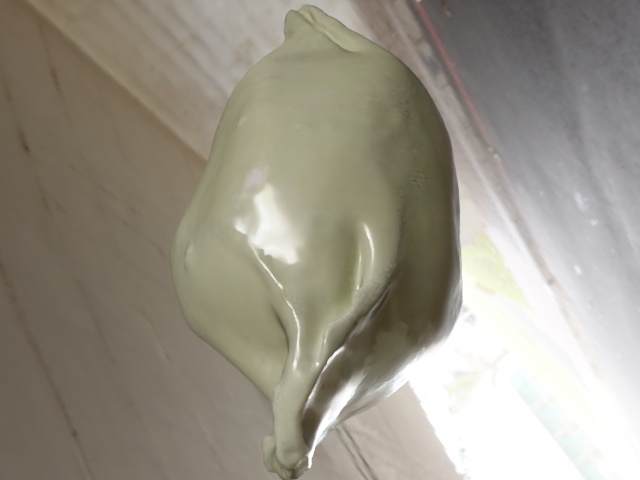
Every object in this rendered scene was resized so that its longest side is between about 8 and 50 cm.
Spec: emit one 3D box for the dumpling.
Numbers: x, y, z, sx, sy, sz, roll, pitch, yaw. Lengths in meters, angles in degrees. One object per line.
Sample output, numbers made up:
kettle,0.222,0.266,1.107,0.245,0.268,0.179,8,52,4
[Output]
dumpling,0.000,0.000,0.431,0.162,0.132,0.250,85,-173,-48
